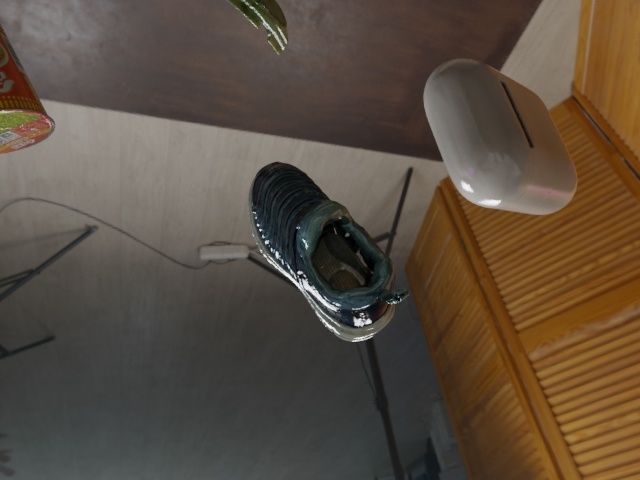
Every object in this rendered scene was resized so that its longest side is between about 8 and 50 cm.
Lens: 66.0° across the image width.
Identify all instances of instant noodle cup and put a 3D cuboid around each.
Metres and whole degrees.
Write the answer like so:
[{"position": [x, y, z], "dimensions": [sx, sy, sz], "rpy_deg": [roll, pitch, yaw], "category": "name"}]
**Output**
[{"position": [-0.629, -0.293, 0.914], "dimensions": [0.192, 0.212, 0.193], "rpy_deg": [-21, 177, -1], "category": "instant noodle cup"}]

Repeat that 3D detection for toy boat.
[{"position": [-0.136, -0.428, 0.856], "dimensions": [0.055, 0.093, 0.293], "rpy_deg": [-24, 160, 23], "category": "toy boat"}]

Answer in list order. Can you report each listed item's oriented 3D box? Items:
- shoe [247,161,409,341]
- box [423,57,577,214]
[{"position": [0.000, 0.000, 0.337], "dimensions": [0.063, 0.143, 0.071], "rpy_deg": [-30, 162, -22], "category": "shoe"}, {"position": [0.351, -0.191, 0.947], "dimensions": [0.348, 0.289, 0.141], "rpy_deg": [3, 155, -43], "category": "box"}]
